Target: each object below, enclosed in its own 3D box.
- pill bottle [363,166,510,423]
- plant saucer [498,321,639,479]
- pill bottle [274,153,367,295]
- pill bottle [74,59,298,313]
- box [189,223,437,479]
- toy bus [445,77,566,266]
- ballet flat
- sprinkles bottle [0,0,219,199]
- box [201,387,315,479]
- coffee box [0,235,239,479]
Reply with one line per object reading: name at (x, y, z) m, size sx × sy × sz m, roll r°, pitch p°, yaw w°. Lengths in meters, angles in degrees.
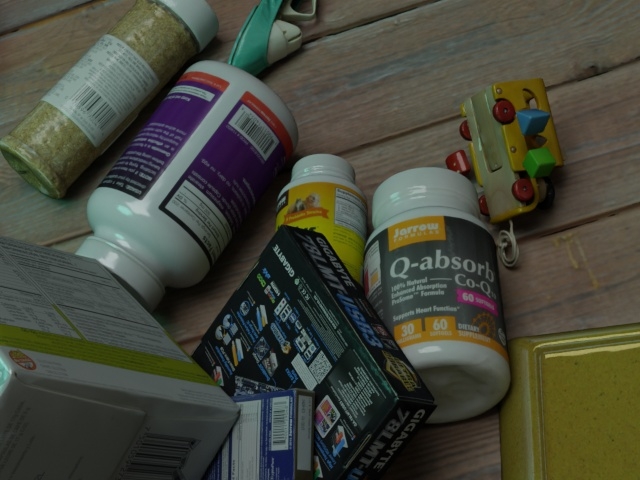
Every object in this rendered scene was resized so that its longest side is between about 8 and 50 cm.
pill bottle at (0.132, 0.061, 1.768) m, size 0.162 × 0.162 × 0.278 m, roll -12°, pitch 53°, yaw 13°
plant saucer at (0.351, 0.214, 1.629) m, size 0.332 × 0.081 × 0.333 m, roll -9°, pitch 54°, yaw 15°
pill bottle at (0.000, 0.000, 1.888) m, size 0.117 × 0.117 × 0.215 m, roll -8°, pitch 54°, yaw 15°
pill bottle at (-0.180, -0.067, 1.963) m, size 0.181 × 0.181 × 0.323 m, roll 22°, pitch 66°, yaw 31°
box at (-0.036, 0.184, 1.710) m, size 0.293 × 0.073 × 0.295 m, roll -56°, pitch 46°, yaw 23°
toy bus at (0.251, -0.102, 1.871) m, size 0.104 × 0.202 × 0.191 m, roll -10°, pitch 39°, yaw -25°
ballet flat at (-0.057, -0.322, 2.165) m, size 0.087 × 0.083 × 0.247 m, roll 14°, pitch 63°, yaw 12°
sprinkles bottle at (-0.301, -0.223, 2.157) m, size 0.121 × 0.121 × 0.355 m, roll 30°, pitch 70°, yaw 34°
box at (-0.093, 0.242, 1.679) m, size 0.225 × 0.036 × 0.136 m, roll -11°, pitch 73°, yaw 45°
coffee box at (-0.367, 0.208, 1.666) m, size 0.334 × 0.338 × 0.338 m, roll 40°, pitch 105°, yaw 37°
